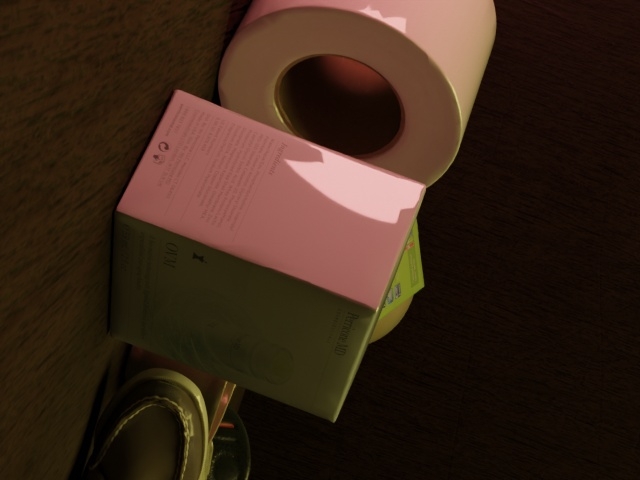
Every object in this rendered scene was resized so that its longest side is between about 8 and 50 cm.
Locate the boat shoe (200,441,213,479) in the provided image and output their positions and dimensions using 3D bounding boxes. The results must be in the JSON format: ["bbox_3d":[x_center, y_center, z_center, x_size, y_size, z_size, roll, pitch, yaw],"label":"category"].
[{"bbox_3d":[-0.186,0.276,1.812,0.098,0.109,0.302,-64,169,-57],"label":"boat shoe"}]

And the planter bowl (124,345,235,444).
[{"bbox_3d":[-0.138,0.119,1.481,0.162,0.109,0.162,20,90,-87],"label":"planter bowl"}]

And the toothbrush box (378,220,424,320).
[{"bbox_3d":[0.000,0.000,1.644,0.283,0.122,0.206,-33,118,-57],"label":"toothbrush box"}]

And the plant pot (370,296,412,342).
[{"bbox_3d":[-0.017,0.044,2.187,0.191,0.284,0.284,-15,128,-61],"label":"plant pot"}]

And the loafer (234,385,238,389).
[{"bbox_3d":[-0.098,0.075,1.734,0.366,0.133,0.130,-64,174,-69],"label":"loafer"}]

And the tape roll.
[{"bbox_3d":[0.039,-0.180,1.405,0.246,0.246,0.169,108,3,-48],"label":"tape roll"}]

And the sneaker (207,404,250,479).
[{"bbox_3d":[-0.188,0.377,1.969,0.136,0.116,0.314,-17,-119,57],"label":"sneaker"}]

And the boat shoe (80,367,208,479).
[{"bbox_3d":[-0.198,0.274,1.405,0.097,0.116,0.324,-72,-173,-62],"label":"boat shoe"}]

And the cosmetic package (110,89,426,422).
[{"bbox_3d":[-0.052,0.021,1.215,0.224,0.224,0.138,105,5,-59],"label":"cosmetic package"}]
